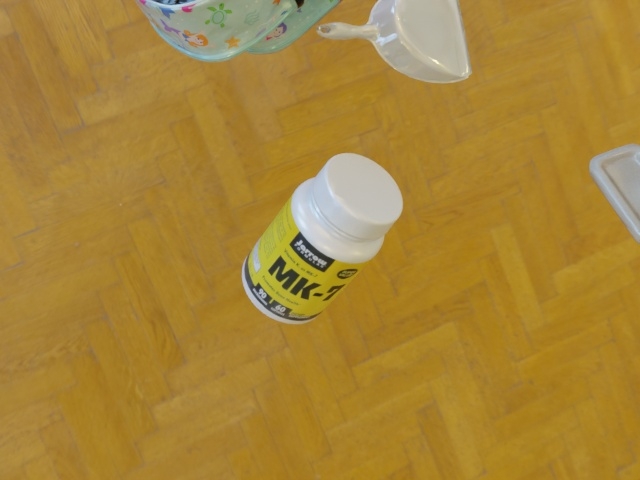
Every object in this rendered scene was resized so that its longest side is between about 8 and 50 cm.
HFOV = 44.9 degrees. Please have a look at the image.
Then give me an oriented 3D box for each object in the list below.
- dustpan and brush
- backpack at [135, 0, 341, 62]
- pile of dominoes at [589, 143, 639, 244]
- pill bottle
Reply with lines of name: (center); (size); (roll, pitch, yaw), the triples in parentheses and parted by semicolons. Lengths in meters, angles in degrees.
dustpan and brush: (0.094, -0.278, 1.022); (0.211, 0.060, 0.147); (-5, 82, -35)
backpack: (-0.094, -0.321, 0.863); (0.253, 0.191, 0.225); (-42, 59, -9)
pile of dominoes: (0.258, 0.016, 0.341); (0.196, 0.040, 0.251); (-20, 53, -1)
pill bottle: (0.000, 0.000, 0.907); (0.119, 0.208, 0.119); (18, 47, -21)
